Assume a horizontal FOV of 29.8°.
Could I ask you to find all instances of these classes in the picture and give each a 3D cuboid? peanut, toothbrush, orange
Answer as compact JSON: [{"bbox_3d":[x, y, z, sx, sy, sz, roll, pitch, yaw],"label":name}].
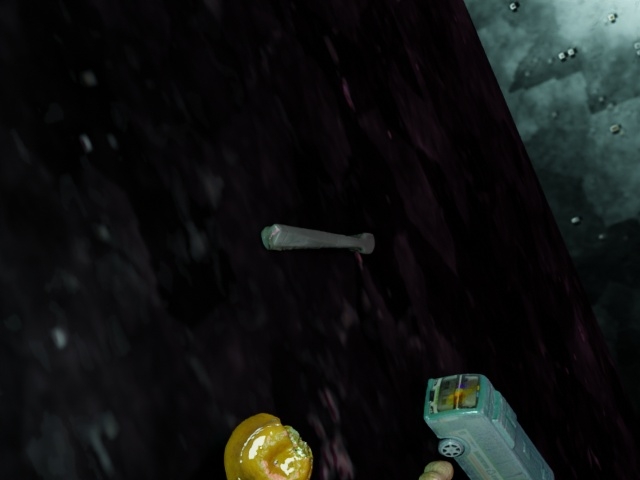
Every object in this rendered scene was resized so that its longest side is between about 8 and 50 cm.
[{"bbox_3d":[0.148,0.306,1.545,0.037,0.037,0.083,68,19,-1],"label":"peanut"},{"bbox_3d":[0.000,0.000,1.484,0.297,0.030,0.030,4,85,-65],"label":"toothbrush"},{"bbox_3d":[-0.052,0.205,1.113,0.086,0.062,0.086,4,82,-27],"label":"orange"}]

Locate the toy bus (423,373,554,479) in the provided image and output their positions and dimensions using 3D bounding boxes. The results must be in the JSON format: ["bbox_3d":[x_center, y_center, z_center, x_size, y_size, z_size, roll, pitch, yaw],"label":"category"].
[{"bbox_3d":[0.237,0.291,1.686,0.262,0.109,0.091,53,32,-34],"label":"toy bus"}]
